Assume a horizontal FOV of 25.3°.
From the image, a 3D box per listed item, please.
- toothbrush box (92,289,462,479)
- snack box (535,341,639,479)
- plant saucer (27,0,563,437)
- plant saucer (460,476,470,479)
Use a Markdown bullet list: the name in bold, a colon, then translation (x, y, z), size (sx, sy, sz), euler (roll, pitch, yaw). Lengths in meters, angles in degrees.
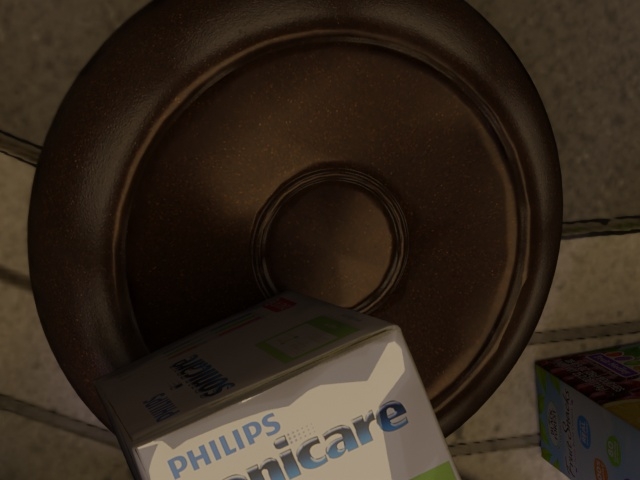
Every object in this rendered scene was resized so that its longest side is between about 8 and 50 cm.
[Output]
- **toothbrush box**: translation (0.009, 0.179, 0.657), size (0.122, 0.206, 0.283), euler (-25, 97, -11)
- **snack box**: translation (0.242, 0.109, 0.790), size (0.175, 0.207, 0.070), euler (-9, 105, -15)
- **plant saucer**: translation (0.000, 0.000, 0.775), size (0.311, 0.050, 0.310), euler (-4, 103, -16)
- **plant saucer**: translation (0.059, 0.218, 0.820), size (0.168, 0.029, 0.168), euler (8, 68, -21)
